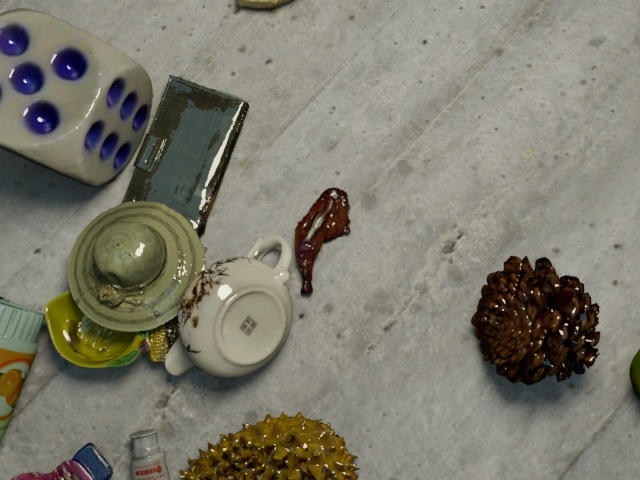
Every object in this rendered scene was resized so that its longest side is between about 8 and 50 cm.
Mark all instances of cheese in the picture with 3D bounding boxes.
[{"bbox_3d":[-0.475,0.460,1.211,0.244,0.062,0.155,-40,80,-6],"label":"cheese"}]

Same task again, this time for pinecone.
[{"bbox_3d":[0.371,0.143,1.181,0.222,0.221,0.221,0,80,1],"label":"pinecone"}]

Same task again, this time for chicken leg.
[{"bbox_3d":[-0.005,-0.005,1.290,0.093,0.053,0.205,34,86,-8],"label":"chicken leg"}]

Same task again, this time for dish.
[{"bbox_3d":[-0.391,0.159,1.252,0.208,0.080,0.148,23,78,6],"label":"dish"}]

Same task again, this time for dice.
[{"bbox_3d":[-0.466,-0.247,1.234,0.251,0.259,0.243,24,83,4],"label":"dice"}]

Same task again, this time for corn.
[{"bbox_3d":[-0.285,0.122,1.262,0.072,0.072,0.202,-3,81,1],"label":"corn"}]

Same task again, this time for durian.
[{"bbox_3d":[-0.094,0.397,1.188,0.342,0.112,0.191,-6,82,2],"label":"durian"}]

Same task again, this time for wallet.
[{"bbox_3d":[-0.262,-0.145,1.320,0.169,0.044,0.316,19,83,0],"label":"wallet"}]

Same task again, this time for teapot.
[{"bbox_3d":[-0.141,0.118,1.221,0.208,0.166,0.299,44,64,-22],"label":"teapot"}]

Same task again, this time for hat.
[{"bbox_3d":[-0.328,0.026,1.192,0.252,0.110,0.251,-1,71,3],"label":"hat"}]

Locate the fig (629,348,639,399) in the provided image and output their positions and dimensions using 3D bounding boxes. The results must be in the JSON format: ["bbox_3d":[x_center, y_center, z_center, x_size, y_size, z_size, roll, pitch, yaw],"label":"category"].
[{"bbox_3d":[0.636,0.215,1.197,0.167,0.167,0.233,46,47,8],"label":"fig"}]

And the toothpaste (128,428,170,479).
[{"bbox_3d":[-0.291,0.452,1.218,0.090,0.057,0.234,-10,88,-3],"label":"toothpaste"}]

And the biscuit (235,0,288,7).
[{"bbox_3d":[-0.068,-0.590,1.372,0.179,0.084,0.280,8,80,3],"label":"biscuit"}]

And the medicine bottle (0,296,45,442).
[{"bbox_3d":[-0.601,0.254,1.200,0.158,0.158,0.317,18,82,4],"label":"medicine bottle"}]
